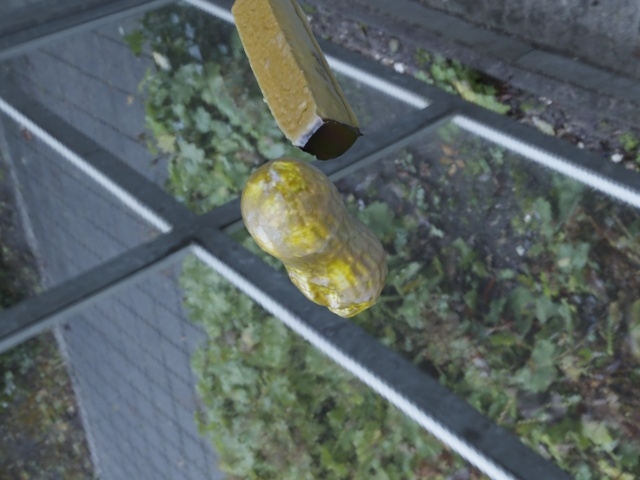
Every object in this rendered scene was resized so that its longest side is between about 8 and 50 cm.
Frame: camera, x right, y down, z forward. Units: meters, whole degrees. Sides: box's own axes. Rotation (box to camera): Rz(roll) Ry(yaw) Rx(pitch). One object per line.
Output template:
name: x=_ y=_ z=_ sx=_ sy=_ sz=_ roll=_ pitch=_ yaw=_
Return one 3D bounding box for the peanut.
peanut: x=0.000 y=0.000 z=0.792 sx=0.087 sy=0.087 sz=0.206 roll=33 pitch=169 yaw=38

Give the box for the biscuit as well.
biscuit: x=-0.022 y=-0.147 z=0.767 sx=0.052 sy=0.056 sz=0.188 roll=-49 pitch=49 yaw=33
